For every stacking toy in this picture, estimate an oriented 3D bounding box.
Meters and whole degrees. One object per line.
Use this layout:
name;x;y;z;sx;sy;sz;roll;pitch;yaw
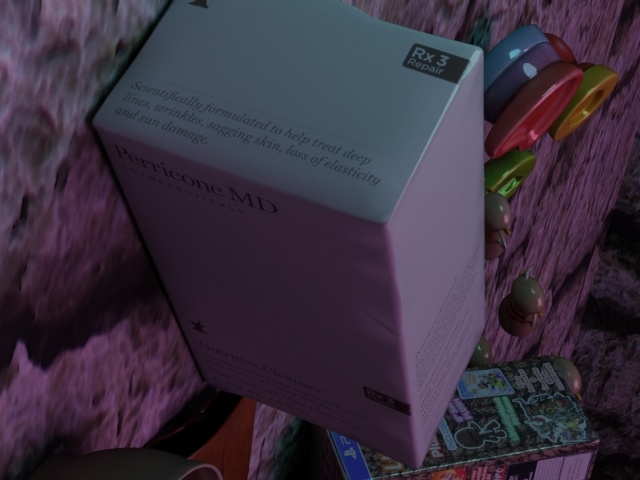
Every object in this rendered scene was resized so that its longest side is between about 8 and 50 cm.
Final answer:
stacking toy;0.226;-0.160;1.653;0.279;0.130;0.309;-48;164;18

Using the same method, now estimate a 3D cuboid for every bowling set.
bowling set;0.188;0.104;1.571;0.200;0.287;0.154;-23;163;-6

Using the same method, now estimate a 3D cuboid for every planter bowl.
planter bowl;-0.153;0.211;0.883;0.162;0.109;0.162;-55;156;-39

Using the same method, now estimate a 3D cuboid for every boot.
boot;-0.089;0.247;1.185;0.264;0.096;0.280;-28;128;-52

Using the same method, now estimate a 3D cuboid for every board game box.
board game box;0.140;0.279;1.457;0.141;0.291;0.232;-114;-158;-48

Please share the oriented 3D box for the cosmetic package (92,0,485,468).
cosmetic package;0.000;0.000;0.944;0.156;0.217;0.385;-62;158;-24
